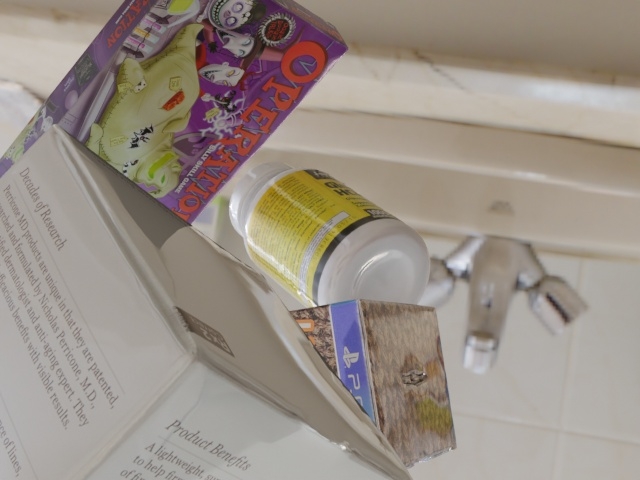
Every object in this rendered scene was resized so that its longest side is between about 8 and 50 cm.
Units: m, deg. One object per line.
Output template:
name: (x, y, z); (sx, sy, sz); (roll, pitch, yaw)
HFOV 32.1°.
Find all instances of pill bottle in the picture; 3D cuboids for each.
pill bottle: (0.000, 0.000, 1.710); (0.187, 0.188, 0.334); (14, -165, -40)

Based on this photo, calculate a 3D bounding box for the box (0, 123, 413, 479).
box: (-0.078, 0.071, 0.533); (0.181, 0.119, 0.182); (40, -172, -47)

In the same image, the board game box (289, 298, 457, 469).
board game box: (-0.051, 0.148, 1.013); (0.290, 0.141, 0.232); (-11, 171, 19)

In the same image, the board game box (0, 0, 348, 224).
board game box: (-0.158, -0.114, 1.088); (0.208, 0.347, 0.056); (20, -150, -47)
